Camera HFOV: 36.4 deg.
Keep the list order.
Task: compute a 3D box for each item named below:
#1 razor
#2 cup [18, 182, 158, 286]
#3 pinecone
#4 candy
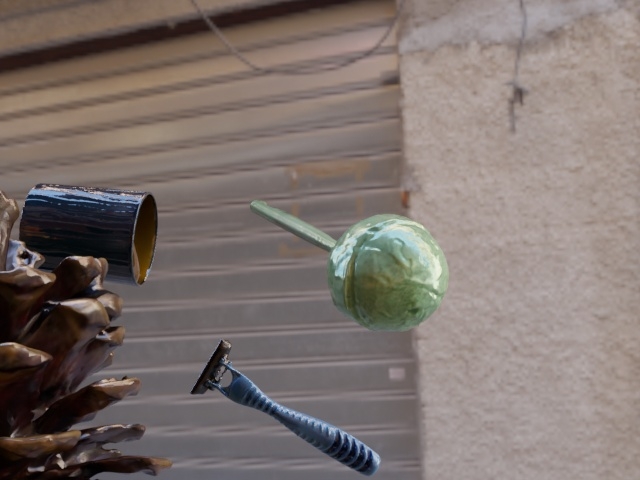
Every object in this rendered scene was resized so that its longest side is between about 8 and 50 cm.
[{"bbox_3d":[-0.037,0.223,1.218,0.253,0.082,0.042,32,3,-5],"label":"razor"},{"bbox_3d":[-0.275,-0.004,1.176,0.138,0.113,0.150,7,-17,4],"label":"cup"},{"bbox_3d":[-0.320,0.123,0.880,0.385,0.384,0.384,-3,-5,0],"label":"pinecone"},{"bbox_3d":[0.000,0.000,1.113,0.119,0.119,0.440,0,13,-26],"label":"candy"}]
